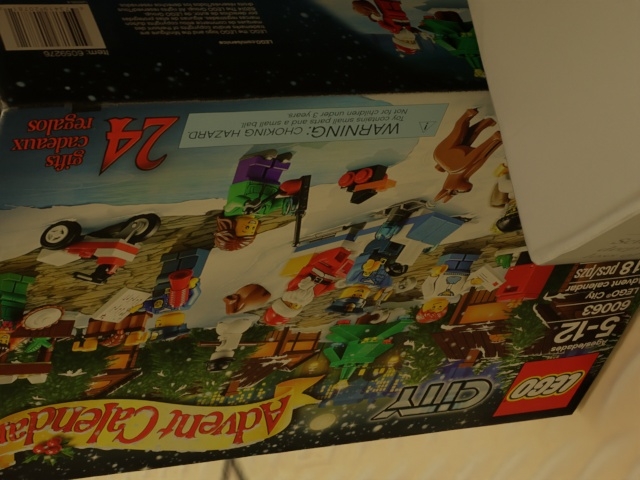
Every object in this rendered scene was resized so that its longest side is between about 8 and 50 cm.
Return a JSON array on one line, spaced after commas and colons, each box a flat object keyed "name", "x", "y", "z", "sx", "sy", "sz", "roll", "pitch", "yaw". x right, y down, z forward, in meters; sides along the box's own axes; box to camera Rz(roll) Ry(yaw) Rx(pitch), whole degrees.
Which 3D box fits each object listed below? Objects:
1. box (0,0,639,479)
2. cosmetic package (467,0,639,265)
[{"name": "box", "x": 0.000, "y": 0.000, "z": 0.537, "sx": 0.044, "sy": 0.233, "sz": 0.159, "roll": 64, "pitch": 147, "yaw": 37}, {"name": "cosmetic package", "x": 0.093, "y": -0.114, "z": 0.465, "sx": 0.085, "sy": 0.117, "sz": 0.231, "roll": 141, "pitch": 122, "yaw": -60}]
